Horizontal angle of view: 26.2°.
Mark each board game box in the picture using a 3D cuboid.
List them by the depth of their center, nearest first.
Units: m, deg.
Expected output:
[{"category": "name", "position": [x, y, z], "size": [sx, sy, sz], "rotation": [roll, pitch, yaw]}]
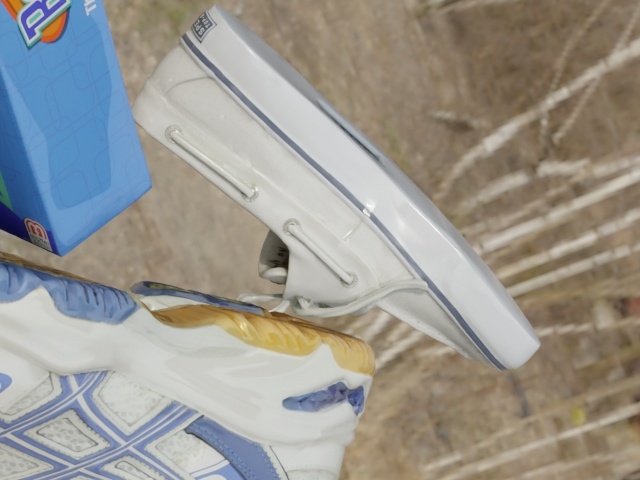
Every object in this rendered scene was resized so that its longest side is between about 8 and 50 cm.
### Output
[{"category": "board game box", "position": [-0.143, -0.110, 0.420], "size": [0.047, 0.160, 0.210], "rotation": [-42, 137, -35]}]

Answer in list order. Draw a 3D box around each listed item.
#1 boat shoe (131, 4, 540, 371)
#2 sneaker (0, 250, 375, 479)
[{"category": "boat shoe", "position": [0.000, 0.002, 1.048], "size": [0.367, 0.156, 0.136], "rotation": [42, 11, -18]}, {"category": "sneaker", "position": [-0.104, 0.071, 0.474], "size": [0.296, 0.112, 0.131], "rotation": [17, 89, -38]}]
